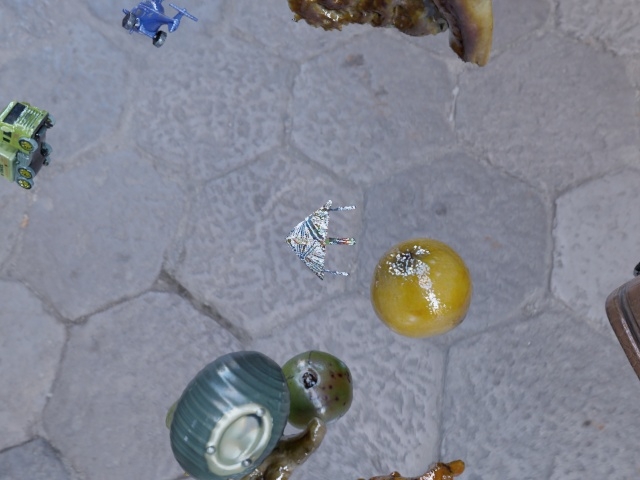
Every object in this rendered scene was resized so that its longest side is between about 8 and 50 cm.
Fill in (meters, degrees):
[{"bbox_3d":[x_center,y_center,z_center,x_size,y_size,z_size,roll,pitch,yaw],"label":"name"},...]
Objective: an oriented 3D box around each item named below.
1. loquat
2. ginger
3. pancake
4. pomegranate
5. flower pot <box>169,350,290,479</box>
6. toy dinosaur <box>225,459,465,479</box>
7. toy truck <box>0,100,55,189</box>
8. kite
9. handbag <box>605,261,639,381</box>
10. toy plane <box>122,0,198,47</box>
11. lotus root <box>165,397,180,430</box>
[{"bbox_3d":[0.248,0.117,1.711,0.263,0.263,0.263,-3,67,6],"label":"loquat"},{"bbox_3d":[-0.137,0.422,1.352,0.333,0.080,0.166,-3,65,31],"label":"ginger"},{"bbox_3d":[0.077,-0.272,0.704,0.257,0.212,0.056,7,68,-3],"label":"pancake"},{"bbox_3d":[-0.022,0.350,1.547,0.179,0.210,0.179,12,44,-11],"label":"pomegranate"},{"bbox_3d":[-0.157,0.310,1.203,0.189,0.157,0.243,32,93,-25],"label":"flower pot"},{"bbox_3d":[0.051,0.468,1.176,0.432,0.208,0.097,-3,33,-20],"label":"toy dinosaur"},{"bbox_3d":[-0.596,-0.191,1.339,0.116,0.191,0.085,24,53,-10],"label":"toy truck"},{"bbox_3d":[0.000,0.000,1.489,0.160,0.010,0.183,3,103,-10],"label":"kite"},{"bbox_3d":[0.330,0.070,0.557,0.193,0.072,0.151,-12,64,-31],"label":"handbag"},{"bbox_3d":[-0.198,-0.271,0.826,0.167,0.054,0.062,33,97,53],"label":"toy plane"},{"bbox_3d":[-0.294,0.397,1.583,0.090,0.183,0.077,37,35,-19],"label":"lotus root"}]
